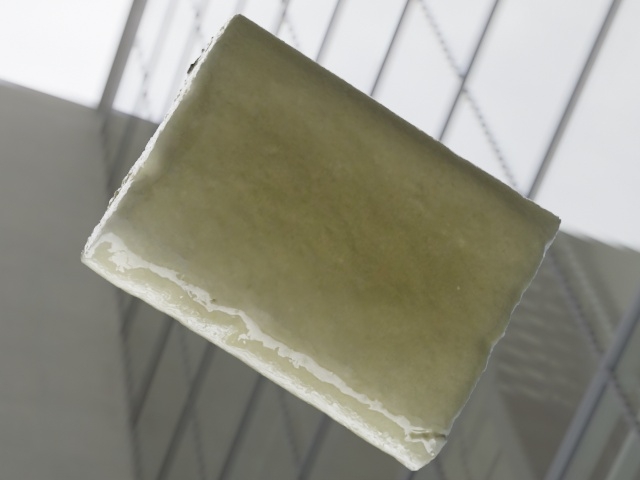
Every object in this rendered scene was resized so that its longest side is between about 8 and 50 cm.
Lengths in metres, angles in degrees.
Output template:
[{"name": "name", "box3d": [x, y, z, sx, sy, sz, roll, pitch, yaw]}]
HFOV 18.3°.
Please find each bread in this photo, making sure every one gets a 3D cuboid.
[{"name": "bread", "box3d": [0.000, 0.000, 0.868, 0.178, 0.139, 0.060, 34, 159, -8]}]
